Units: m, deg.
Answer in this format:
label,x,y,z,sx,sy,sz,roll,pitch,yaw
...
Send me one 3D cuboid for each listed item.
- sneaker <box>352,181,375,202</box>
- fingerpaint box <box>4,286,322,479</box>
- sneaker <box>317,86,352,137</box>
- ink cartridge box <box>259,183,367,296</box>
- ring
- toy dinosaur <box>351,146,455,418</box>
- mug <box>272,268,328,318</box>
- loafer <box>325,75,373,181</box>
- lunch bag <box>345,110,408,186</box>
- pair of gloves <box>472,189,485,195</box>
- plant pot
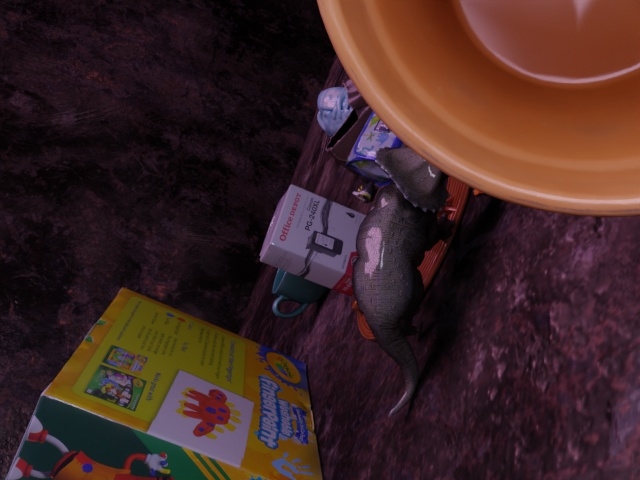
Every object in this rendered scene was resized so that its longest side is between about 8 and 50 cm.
label,x,y,z,sx,sy,sz,roll,pitch,yaw
sneaker,0.089,-0.095,1.299,0.035,0.031,0.083,-54,13,-3
fingerpaint box,-0.205,0.271,1.019,0.163,0.371,0.445,-64,10,9
sneaker,0.065,-0.287,1.496,0.366,0.150,0.135,156,134,-77
ink cartridge box,0.000,0.000,0.981,0.063,0.151,0.109,127,162,-59
ring,0.118,-0.023,0.931,0.336,0.032,0.336,-158,90,-82
toy dinosaur,0.075,0.020,0.700,0.313,0.121,0.160,-71,-22,-6
mug,-0.034,0.076,1.363,0.129,0.098,0.157,-93,26,-69
loafer,0.106,-0.278,1.236,0.133,0.130,0.365,-85,15,-61
lunch bag,0.114,-0.167,1.089,0.128,0.096,0.151,-62,12,-7
pair of gloves,0.192,-0.089,0.723,0.074,0.010,0.083,151,142,-76
plant pot,0.159,-0.177,0.379,0.290,0.291,0.203,-64,-7,22
